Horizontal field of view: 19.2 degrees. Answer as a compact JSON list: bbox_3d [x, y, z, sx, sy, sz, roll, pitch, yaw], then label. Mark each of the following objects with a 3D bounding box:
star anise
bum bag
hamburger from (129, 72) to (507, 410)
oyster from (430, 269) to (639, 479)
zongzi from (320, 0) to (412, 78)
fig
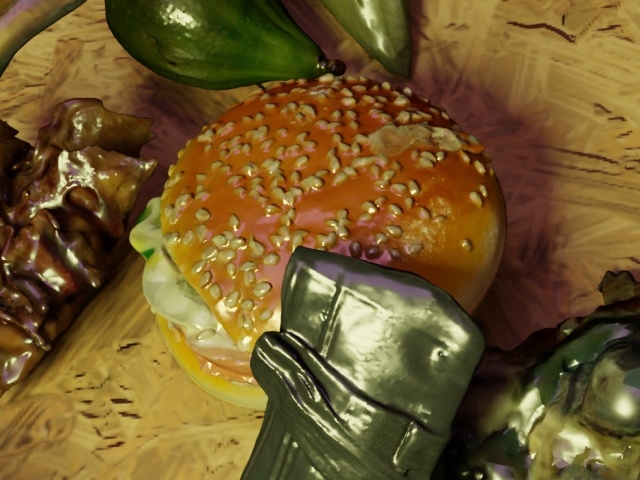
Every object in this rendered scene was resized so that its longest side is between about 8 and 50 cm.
[{"bbox_3d":[-0.186,-0.043,1.202,0.148,0.346,0.237,16,36,-16],"label":"star anise"},{"bbox_3d":[0.008,0.127,1.054,0.123,0.248,0.060,23,26,14],"label":"bum bag"},{"bbox_3d":[0.003,0.002,1.149,0.237,0.147,0.236,-9,59,15],"label":"hamburger"},{"bbox_3d":[0.209,0.140,1.034,0.361,0.096,0.221,30,77,34],"label":"oyster"},{"bbox_3d":[-0.081,-0.298,1.406,0.356,0.174,0.392,-4,83,34],"label":"zongzi"},{"bbox_3d":[-0.066,-0.146,1.316,0.177,0.117,0.117,37,72,11],"label":"fig"}]
